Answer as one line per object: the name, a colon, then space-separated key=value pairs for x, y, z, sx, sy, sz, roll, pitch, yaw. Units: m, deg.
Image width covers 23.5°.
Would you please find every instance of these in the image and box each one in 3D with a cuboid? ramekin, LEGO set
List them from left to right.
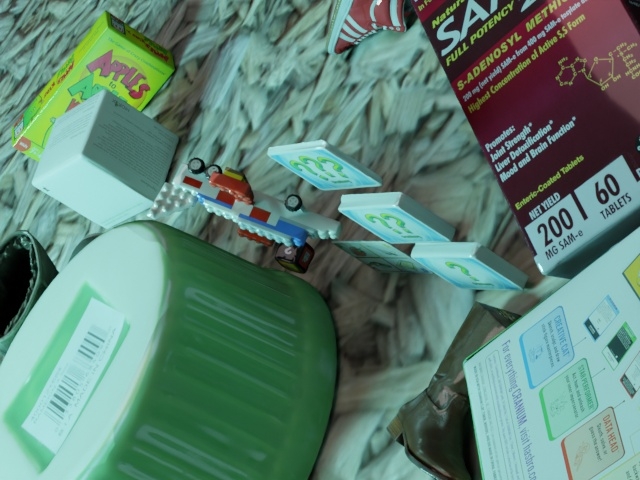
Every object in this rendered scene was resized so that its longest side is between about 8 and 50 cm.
ramekin: x=-0.140 y=0.131 z=1.194 sx=0.303 sy=0.148 sz=0.303 roll=-38 pitch=35 yaw=33
LEGO set: x=0.000 y=0.000 z=1.065 sx=0.244 sy=0.182 sz=0.060 roll=1 pitch=62 yaw=59

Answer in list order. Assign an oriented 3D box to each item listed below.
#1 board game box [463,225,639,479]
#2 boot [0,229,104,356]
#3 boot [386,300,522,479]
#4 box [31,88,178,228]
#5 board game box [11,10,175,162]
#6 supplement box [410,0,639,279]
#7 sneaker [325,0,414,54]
board game box: x=0.217 y=0.075 z=0.774 sx=0.316 sy=0.064 sz=0.242 roll=-41 pitch=33 yaw=29
boot: x=-0.243 y=0.041 z=1.393 sx=0.076 sy=0.208 sz=0.190 roll=-2 pitch=63 yaw=16
boot: x=0.097 y=0.097 z=0.977 sx=0.114 sy=0.037 sz=0.106 roll=-52 pitch=31 yaw=3
box: x=-0.219 y=-0.082 z=1.572 sx=0.101 sy=0.102 sz=0.087 roll=-22 pitch=43 yaw=47
board game box: x=-0.253 y=-0.156 z=1.706 sx=0.181 sy=0.092 sz=0.043 roll=-47 pitch=30 yaw=20
supplement box: x=0.152 y=-0.109 z=0.945 sx=0.130 sy=0.073 sz=0.239 roll=-40 pitch=60 yaw=31
sneaker: x=0.044 y=-0.192 z=1.337 sx=0.118 sy=0.067 sz=0.042 roll=111 pitch=173 yaw=-64
